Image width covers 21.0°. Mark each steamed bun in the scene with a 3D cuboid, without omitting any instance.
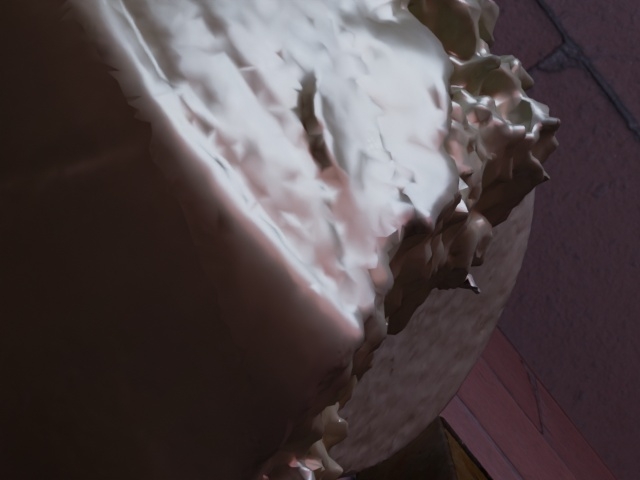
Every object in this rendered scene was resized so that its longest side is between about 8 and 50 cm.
[{"bbox_3d":[-0.073,0.024,0.576,0.273,0.290,0.272,30,23,-19],"label":"steamed bun"},{"bbox_3d":[0.000,0.000,1.089,0.177,0.283,0.283,29,-4,29],"label":"steamed bun"}]

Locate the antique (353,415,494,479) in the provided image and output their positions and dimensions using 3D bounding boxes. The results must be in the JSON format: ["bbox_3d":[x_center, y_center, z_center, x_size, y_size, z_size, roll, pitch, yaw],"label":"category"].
[{"bbox_3d":[0.089,0.231,1.186,0.093,0.087,0.310,52,8,-14],"label":"antique"}]
